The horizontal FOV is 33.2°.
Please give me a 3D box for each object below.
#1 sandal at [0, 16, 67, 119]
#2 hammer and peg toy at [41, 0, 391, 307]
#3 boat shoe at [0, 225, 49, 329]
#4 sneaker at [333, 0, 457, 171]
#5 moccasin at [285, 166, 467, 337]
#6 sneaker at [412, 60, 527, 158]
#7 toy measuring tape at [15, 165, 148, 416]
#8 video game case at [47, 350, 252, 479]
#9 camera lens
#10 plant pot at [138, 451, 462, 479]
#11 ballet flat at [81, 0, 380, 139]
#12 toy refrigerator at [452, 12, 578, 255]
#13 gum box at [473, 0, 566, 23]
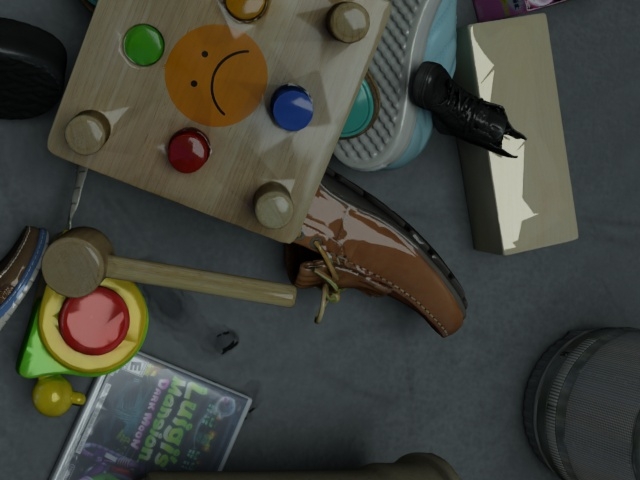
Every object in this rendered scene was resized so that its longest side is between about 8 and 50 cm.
[{"bbox_3d":[-0.454,-0.211,0.972,0.446,0.167,0.107,11,63,-31],"label":"sandal"},{"bbox_3d":[-0.109,-0.103,1.013,0.266,0.127,0.361,20,100,-9],"label":"hammer and peg toy"},{"bbox_3d":[-0.337,0.057,1.063,0.066,0.066,0.183,34,80,-20],"label":"boat shoe"},{"bbox_3d":[0.097,-0.256,1.206,0.150,0.135,0.366,-1,109,-66],"label":"sneaker"},{"bbox_3d":[0.001,0.001,1.170,0.380,0.139,0.147,34,93,-25],"label":"moccasin"},{"bbox_3d":[0.162,-0.138,1.156,0.051,0.089,0.170,-66,154,-9],"label":"sneaker"},{"bbox_3d":[-0.217,0.021,1.093,0.121,0.121,0.330,19,80,-23],"label":"toy measuring tape"},{"bbox_3d":[-0.186,0.227,1.160,0.173,0.022,0.190,26,82,-22],"label":"video game case"},{"bbox_3d":[0.400,0.220,1.274,0.219,0.274,0.219,-1,93,-23],"label":"camera lens"},{"bbox_3d":[-0.047,0.362,1.072,0.305,0.334,0.334,11,88,-18],"label":"plant pot"},{"bbox_3d":[-0.093,-0.217,1.119,0.342,0.124,0.116,24,106,-11],"label":"ballet flat"},{"bbox_3d":[0.224,-0.126,1.283,0.102,0.094,0.269,-12,97,-15],"label":"toy refrigerator"},{"bbox_3d":[0.288,-0.318,1.291,0.188,0.107,0.062,-19,100,-21],"label":"gum box"}]
